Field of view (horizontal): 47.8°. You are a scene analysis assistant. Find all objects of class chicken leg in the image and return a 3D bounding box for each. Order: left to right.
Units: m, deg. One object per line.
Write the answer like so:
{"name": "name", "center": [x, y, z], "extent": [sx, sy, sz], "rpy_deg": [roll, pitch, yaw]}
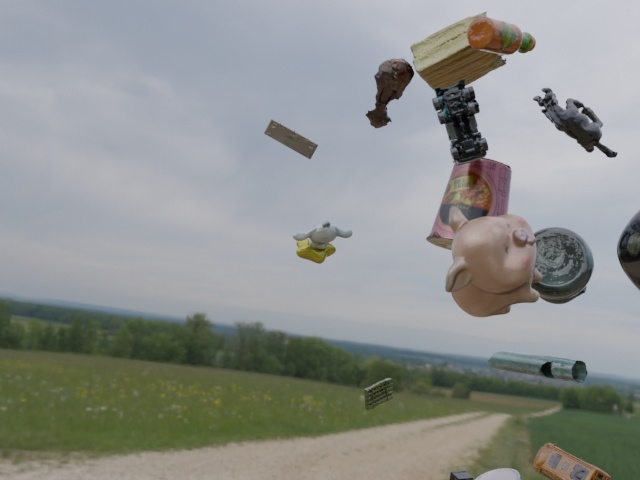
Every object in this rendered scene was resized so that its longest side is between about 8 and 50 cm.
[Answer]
{"name": "chicken leg", "center": [0.206, -0.463, 2.272], "extent": [0.113, 0.093, 0.304], "rpy_deg": [11, -30, -8]}

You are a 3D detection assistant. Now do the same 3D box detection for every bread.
{"name": "bread", "center": [0.427, -0.561, 2.192], "extent": [0.246, 0.111, 0.239], "rpy_deg": [-22, -18, 23]}

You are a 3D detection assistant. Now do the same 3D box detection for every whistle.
{"name": "whistle", "center": [0.583, 0.339, 1.971], "extent": [0.062, 0.062, 0.312], "rpy_deg": [13, -8, -29]}

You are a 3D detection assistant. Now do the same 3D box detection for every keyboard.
{"name": "keyboard", "center": [-0.087, -0.306, 2.164], "extent": [0.166, 0.055, 0.017], "rpy_deg": [30, 8, 10]}

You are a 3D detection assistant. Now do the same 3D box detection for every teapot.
{"name": "teapot", "center": [0.718, 0.101, 2.317], "extent": [0.305, 0.223, 0.285], "rpy_deg": [-4, -19, 21]}

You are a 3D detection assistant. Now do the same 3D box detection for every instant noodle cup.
{"name": "instant noodle cup", "center": [0.437, -0.095, 2.050], "extent": [0.244, 0.255, 0.244], "rpy_deg": [12, -6, 1]}

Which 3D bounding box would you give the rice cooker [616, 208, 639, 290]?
{"name": "rice cooker", "center": [0.784, 0.018, 1.532], "extent": [0.267, 0.267, 0.224], "rpy_deg": [8, 0, -5]}

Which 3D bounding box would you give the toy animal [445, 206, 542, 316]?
{"name": "toy animal", "center": [0.415, 0.065, 1.770], "extent": [0.269, 0.237, 0.326], "rpy_deg": [19, -34, -13]}

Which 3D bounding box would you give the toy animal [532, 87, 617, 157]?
{"name": "toy animal", "center": [0.603, -0.273, 1.722], "extent": [0.233, 0.084, 0.148], "rpy_deg": [43, 34, 3]}

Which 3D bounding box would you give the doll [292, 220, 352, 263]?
{"name": "doll", "center": [-0.007, 0.000, 1.595], "extent": [0.135, 0.071, 0.113], "rpy_deg": [16, -49, -43]}

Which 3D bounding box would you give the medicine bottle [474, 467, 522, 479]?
{"name": "medicine bottle", "center": [0.415, 0.642, 1.527], "extent": [0.161, 0.296, 0.111], "rpy_deg": [-22, 5, -20]}

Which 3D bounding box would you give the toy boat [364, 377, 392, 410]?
{"name": "toy boat", "center": [0.160, 0.420, 1.977], "extent": [0.016, 0.063, 0.115], "rpy_deg": [3, 9, 40]}

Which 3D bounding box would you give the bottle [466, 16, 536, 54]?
{"name": "bottle", "center": [0.387, -0.423, 1.510], "extent": [0.187, 0.069, 0.069], "rpy_deg": [-6, 1, -42]}

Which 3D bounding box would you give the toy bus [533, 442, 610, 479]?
{"name": "toy bus", "center": [0.601, 0.559, 1.772], "extent": [0.088, 0.083, 0.194], "rpy_deg": [39, -12, -31]}

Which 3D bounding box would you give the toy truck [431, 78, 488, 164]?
{"name": "toy truck", "center": [0.374, -0.310, 1.936], "extent": [0.110, 0.216, 0.116], "rpy_deg": [-17, -3, 6]}

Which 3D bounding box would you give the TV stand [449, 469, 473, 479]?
{"name": "TV stand", "center": [0.357, 0.742, 1.928], "extent": [0.049, 0.256, 0.040], "rpy_deg": [4, 11, -23]}
